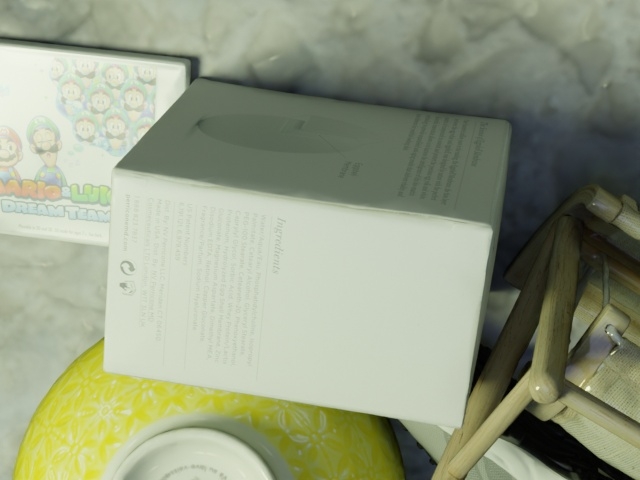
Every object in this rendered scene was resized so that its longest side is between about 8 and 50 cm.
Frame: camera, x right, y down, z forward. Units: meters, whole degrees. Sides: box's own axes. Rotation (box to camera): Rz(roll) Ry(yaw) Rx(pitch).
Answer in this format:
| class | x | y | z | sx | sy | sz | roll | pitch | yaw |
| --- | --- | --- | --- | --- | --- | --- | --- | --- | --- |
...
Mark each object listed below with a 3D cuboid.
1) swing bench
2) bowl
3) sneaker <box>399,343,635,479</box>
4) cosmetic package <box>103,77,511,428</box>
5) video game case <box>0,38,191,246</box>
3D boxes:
| class | x | y | z | sx | sy | sz | roll | pitch | yaw |
| --- | --- | --- | --- | --- | --- | --- | --- | --- | --- |
| swing bench | 0.231 | 0.109 | 1.022 | 0.253 | 0.254 | 0.165 | 31 | 134 | -3 |
| bowl | -0.079 | 0.184 | 1.104 | 0.290 | 0.156 | 0.289 | 0 | 84 | 0 |
| sneaker | 0.111 | 0.149 | 1.146 | 0.271 | 0.100 | 0.108 | 39 | 119 | -11 |
| cosmetic package | 0.000 | 0.000 | 1.046 | 0.225 | 0.224 | 0.138 | 7 | 111 | 7 |
| video game case | -0.172 | -0.067 | 1.161 | 0.157 | 0.019 | 0.143 | 7 | 111 | 7 |
